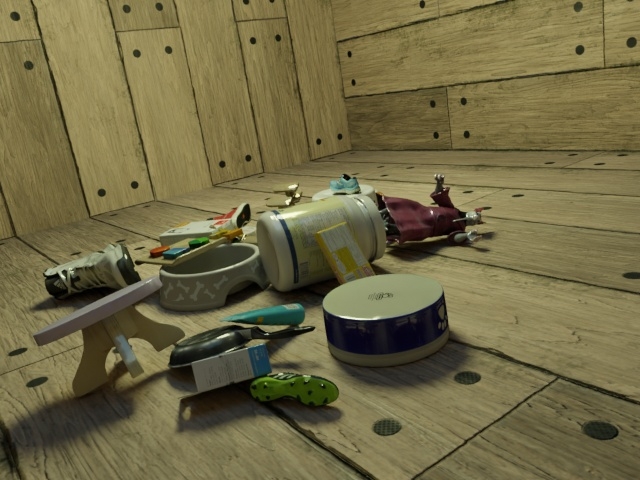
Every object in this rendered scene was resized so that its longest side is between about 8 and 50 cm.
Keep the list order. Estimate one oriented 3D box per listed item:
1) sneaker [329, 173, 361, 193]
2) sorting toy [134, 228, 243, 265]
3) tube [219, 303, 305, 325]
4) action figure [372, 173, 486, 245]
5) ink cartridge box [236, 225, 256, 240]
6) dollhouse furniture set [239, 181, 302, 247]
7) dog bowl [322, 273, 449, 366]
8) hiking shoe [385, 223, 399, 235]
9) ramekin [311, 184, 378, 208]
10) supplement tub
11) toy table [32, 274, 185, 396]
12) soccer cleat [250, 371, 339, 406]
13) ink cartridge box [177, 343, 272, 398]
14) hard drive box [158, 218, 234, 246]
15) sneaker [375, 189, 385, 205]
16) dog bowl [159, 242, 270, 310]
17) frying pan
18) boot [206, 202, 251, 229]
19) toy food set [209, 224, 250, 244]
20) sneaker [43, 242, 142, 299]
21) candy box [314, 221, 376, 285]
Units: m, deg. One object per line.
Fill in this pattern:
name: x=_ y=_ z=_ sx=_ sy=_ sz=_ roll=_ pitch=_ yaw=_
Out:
sneaker: x=0.094 y=-0.222 z=2.231 sx=0.063 sy=0.073 sz=0.162 roll=-20 pitch=18 yaw=-34
sorting toy: x=-0.408 y=0.011 z=1.862 sx=0.229 sy=0.041 sz=0.307 roll=-3 pitch=17 yaw=41
tube: x=-0.126 y=0.175 z=1.350 sx=0.080 sy=0.052 sz=0.207 roll=-18 pitch=-15 yaw=42
action figure: x=0.357 y=-0.046 z=1.878 sx=0.371 sy=0.247 sz=0.275 roll=0 pitch=-30 yaw=-14
ink cartridge box: x=-0.311 y=0.002 z=2.196 sx=0.104 sy=0.061 sz=0.181 roll=6 pitch=22 yaw=43
dollhouse furniture set: x=-0.146 y=-0.043 z=1.998 sx=0.161 sy=0.212 sz=0.242 roll=-1 pitch=44 yaw=23
dog bowl: x=0.139 y=0.164 z=1.262 sx=0.265 sy=0.104 sz=0.265 roll=-9 pitch=16 yaw=2
hiking shoe: x=0.300 y=-0.068 z=2.041 sx=0.227 sy=0.086 sz=0.114 roll=-16 pitch=13 yaw=-28
ramekin: x=0.096 y=-0.128 z=2.287 sx=0.278 sy=0.135 sz=0.277 roll=-8 pitch=15 yaw=2
supplement tub: x=0.000 y=0.000 z=1.691 sx=0.325 sy=0.235 sz=0.235 roll=-15 pitch=16 yaw=-19
toy table: x=-0.447 y=0.205 z=1.270 sx=0.274 sy=0.160 sz=0.252 roll=-27 pitch=8 yaw=-10
soccer cleat: x=-0.045 y=0.268 z=1.085 sx=0.179 sy=0.060 sz=0.072 roll=-4 pitch=9 yaw=24
ink cartridge box: x=-0.192 y=0.254 z=1.143 sx=0.180 sy=0.060 sz=0.104 roll=-13 pitch=-11 yaw=-14
hard drive box: x=-0.480 y=-0.012 z=2.298 sx=0.232 sy=0.089 sz=0.181 roll=-4 pitch=17 yaw=18
sneaker: x=0.137 y=-0.167 z=2.457 sx=0.290 sy=0.105 sz=0.123 roll=-12 pitch=13 yaw=-14
dog bowl: x=-0.325 y=0.100 z=1.777 sx=0.349 sy=0.102 sz=0.348 roll=-8 pitch=16 yaw=2
frying pan: x=-0.194 y=0.219 z=1.259 sx=0.326 sy=0.053 sz=0.197 roll=-16 pitch=3 yaw=37
boot: x=-0.413 y=-0.100 z=2.589 sx=0.176 sy=0.088 sz=0.244 roll=-7 pitch=19 yaw=15
toy food set: x=-0.298 y=0.008 z=2.056 sx=0.218 sy=0.071 sz=0.128 roll=17 pitch=2 yaw=-16
sneaker: x=-0.730 y=0.130 z=1.870 sx=0.258 sy=0.169 sz=0.448 roll=-27 pitch=13 yaw=-25
candy box: x=0.073 y=0.056 z=1.536 sx=0.105 sy=0.205 sz=0.027 roll=-20 pitch=-13 yaw=-38
